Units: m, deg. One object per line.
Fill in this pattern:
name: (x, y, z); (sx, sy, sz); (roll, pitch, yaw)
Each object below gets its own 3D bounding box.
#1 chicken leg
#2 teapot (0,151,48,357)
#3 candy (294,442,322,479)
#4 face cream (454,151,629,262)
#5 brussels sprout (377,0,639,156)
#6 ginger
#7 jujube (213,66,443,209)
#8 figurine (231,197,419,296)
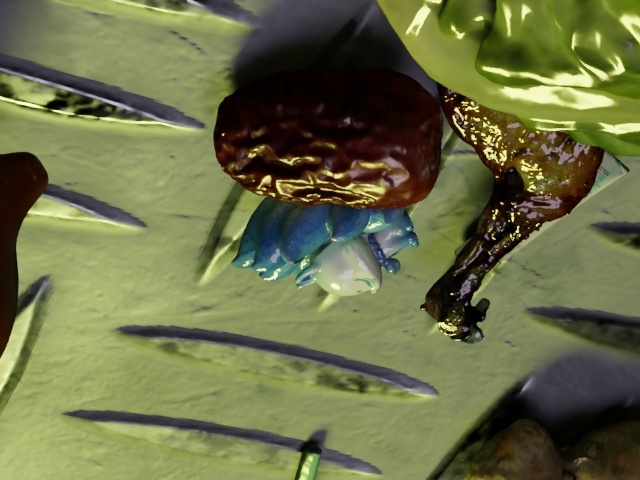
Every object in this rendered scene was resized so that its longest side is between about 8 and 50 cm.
chicken leg: (0.106, -0.046, 1.122); (0.106, 0.051, 0.253); (-6, 128, -8)
teapot: (-0.250, 0.012, 1.064); (0.252, 0.135, 0.178); (-20, 104, 33)
candy: (-0.032, 0.263, 1.396); (0.083, 0.091, 0.305); (3, 126, -14)
face cream: (0.131, -0.018, 1.187); (0.115, 0.020, 0.038); (-38, 125, 23)
brussels sprout: (0.151, -0.145, 0.935); (0.271, 0.210, 0.219); (-12, 146, 17)
ginger: (0.199, 0.161, 1.341); (0.204, 0.080, 0.104); (-3, 129, -7)
jujube: (0.004, -0.056, 1.072); (0.129, 0.077, 0.077); (5, 140, 22)
figurine: (0.000, 0.000, 1.132); (0.114, 0.079, 0.114); (-22, 180, 0)
